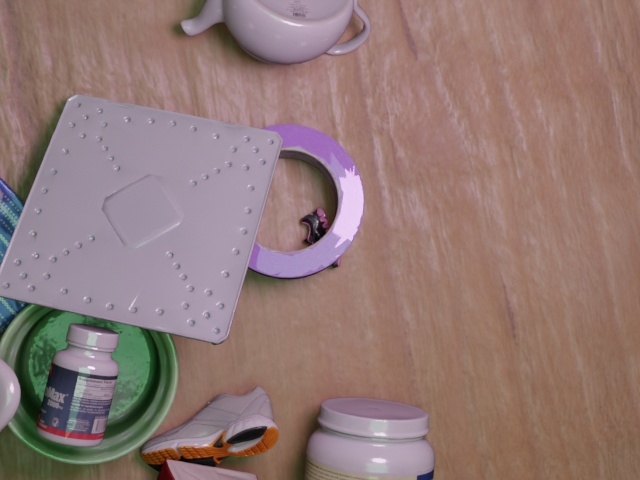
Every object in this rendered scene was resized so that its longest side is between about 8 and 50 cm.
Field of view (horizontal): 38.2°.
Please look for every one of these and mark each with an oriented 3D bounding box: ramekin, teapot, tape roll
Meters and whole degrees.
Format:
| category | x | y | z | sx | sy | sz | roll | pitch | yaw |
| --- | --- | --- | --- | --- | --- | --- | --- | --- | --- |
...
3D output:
| category | x | y | z | sx | sy | sz | roll | pitch | yaw |
| --- | --- | --- | --- | --- | --- | --- | --- | --- | --- |
| ramekin | -0.402 | 0.221 | 1.605 | 0.303 | 0.148 | 0.303 | 0 | 92 | -12 |
| teapot | -0.067 | -0.403 | 1.645 | 0.256 | 0.187 | 0.252 | 40 | 56 | 6 |
| tape roll | -0.060 | -0.068 | 1.673 | 0.274 | 0.090 | 0.275 | 0 | 85 | -3 |

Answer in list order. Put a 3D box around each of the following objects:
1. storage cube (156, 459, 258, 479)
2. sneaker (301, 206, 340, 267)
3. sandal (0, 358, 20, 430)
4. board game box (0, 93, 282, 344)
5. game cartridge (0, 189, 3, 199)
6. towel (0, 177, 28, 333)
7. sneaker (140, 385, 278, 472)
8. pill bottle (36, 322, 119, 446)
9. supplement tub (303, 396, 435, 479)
| category | x | y | z | sx | sy | sz | roll | pitch | yaw |
| --- | --- | --- | --- | --- | --- | --- | --- | --- | --- |
| storage cube | -0.198 | 0.522 | 1.607 | 0.215 | 0.183 | 0.193 | 16 | 102 | -25 |
| sneaker | 0.000 | 0.000 | 1.740 | 0.057 | 0.047 | 0.119 | -22 | 88 | -4 |
| sandal | -0.641 | 0.295 | 1.531 | 0.416 | 0.102 | 0.169 | -28 | 80 | 21 |
| board game box | -0.294 | -0.040 | 1.548 | 0.389 | 0.050 | 0.390 | 12 | 66 | 5 |
| game cartridge | -0.675 | -0.131 | 1.505 | 0.198 | 0.062 | 0.297 | -50 | 118 | -24 |
| towel | -0.629 | 0.064 | 1.609 | 0.336 | 0.040 | 0.243 | -41 | 100 | -8 |
| sneaker | -0.203 | 0.345 | 1.690 | 0.262 | 0.121 | 0.099 | -15 | 133 | 7 |
| pill bottle | -0.383 | 0.229 | 1.478 | 0.108 | 0.108 | 0.180 | 13 | 88 | -12 |
| supplement tub | 0.083 | 0.464 | 1.671 | 0.235 | 0.235 | 0.325 | 5 | 91 | -12 |
